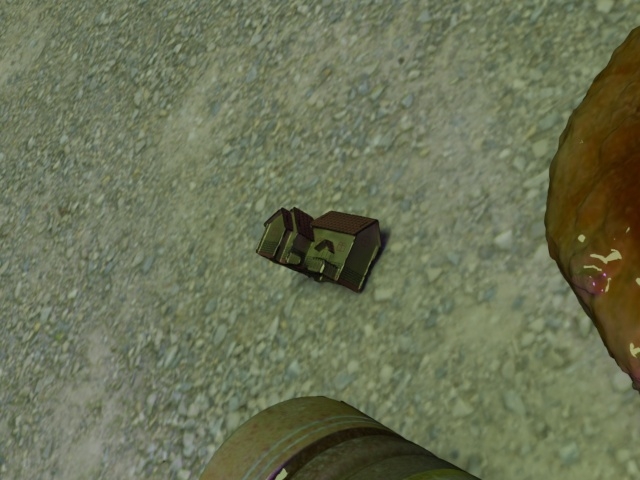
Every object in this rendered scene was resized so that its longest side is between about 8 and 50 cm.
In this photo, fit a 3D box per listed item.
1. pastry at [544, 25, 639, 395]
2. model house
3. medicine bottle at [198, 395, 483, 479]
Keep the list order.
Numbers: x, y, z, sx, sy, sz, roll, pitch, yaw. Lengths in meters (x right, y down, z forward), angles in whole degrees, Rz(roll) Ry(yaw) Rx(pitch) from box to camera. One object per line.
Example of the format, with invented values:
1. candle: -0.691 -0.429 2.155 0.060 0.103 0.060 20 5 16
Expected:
1. pastry: 0.251 -0.034 0.608 0.330 0.136 0.329 -25 48 32
2. model house: 0.000 0.000 0.926 0.083 0.057 0.058 14 78 53
3. medicine bottle: 0.071 0.203 0.618 0.322 0.151 0.151 22 80 52
